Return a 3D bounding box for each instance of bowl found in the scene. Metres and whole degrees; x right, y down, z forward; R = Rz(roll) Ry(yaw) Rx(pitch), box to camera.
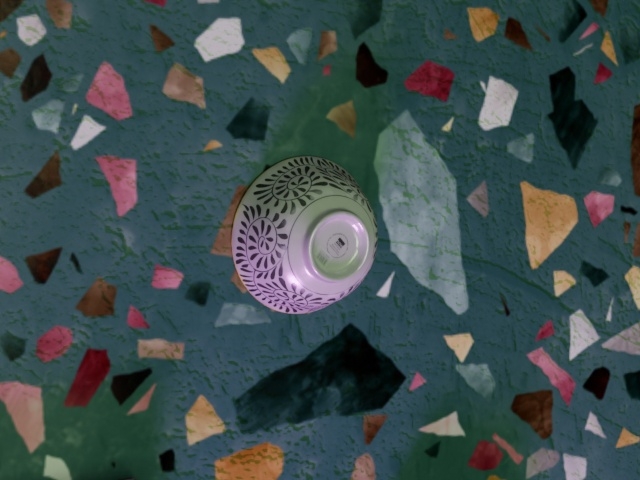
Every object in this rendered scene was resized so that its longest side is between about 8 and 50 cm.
[{"bbox_3d":[0.000,0.000,1.721,0.170,0.080,0.170,-5,101,-29],"label":"bowl"}]

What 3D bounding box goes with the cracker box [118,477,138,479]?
[{"bbox_3d":[-0.272,0.330,1.625,0.232,0.067,0.155,-5,96,-29],"label":"cracker box"}]
